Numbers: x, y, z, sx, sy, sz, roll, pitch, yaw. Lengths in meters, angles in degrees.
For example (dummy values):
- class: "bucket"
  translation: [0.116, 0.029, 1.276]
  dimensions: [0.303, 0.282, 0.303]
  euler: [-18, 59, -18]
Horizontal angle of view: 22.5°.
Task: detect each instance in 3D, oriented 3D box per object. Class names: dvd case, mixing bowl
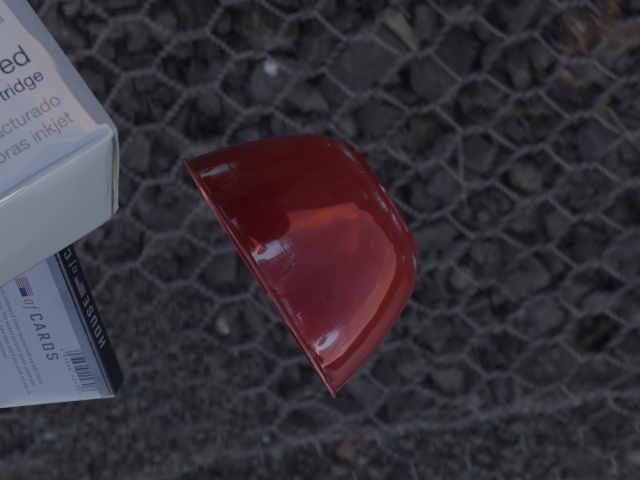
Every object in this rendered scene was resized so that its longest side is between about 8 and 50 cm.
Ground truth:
- class: "dvd case"
  translation: [-0.270, 0.039, 1.102]
  dimensions: [0.239, 0.029, 0.179]
  euler: [-7, 117, 20]
- class: "mixing bowl"
  translation: [0.000, 0.000, 1.035]
  dimensions: [0.098, 0.181, 0.181]
  euler: [-32, 119, -3]

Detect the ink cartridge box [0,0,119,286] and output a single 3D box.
- class: "ink cartridge box"
  translation: [-0.253, -0.088, 0.698]
  dimensions: [0.211, 0.121, 0.289]
  euler: [-34, 80, -15]
